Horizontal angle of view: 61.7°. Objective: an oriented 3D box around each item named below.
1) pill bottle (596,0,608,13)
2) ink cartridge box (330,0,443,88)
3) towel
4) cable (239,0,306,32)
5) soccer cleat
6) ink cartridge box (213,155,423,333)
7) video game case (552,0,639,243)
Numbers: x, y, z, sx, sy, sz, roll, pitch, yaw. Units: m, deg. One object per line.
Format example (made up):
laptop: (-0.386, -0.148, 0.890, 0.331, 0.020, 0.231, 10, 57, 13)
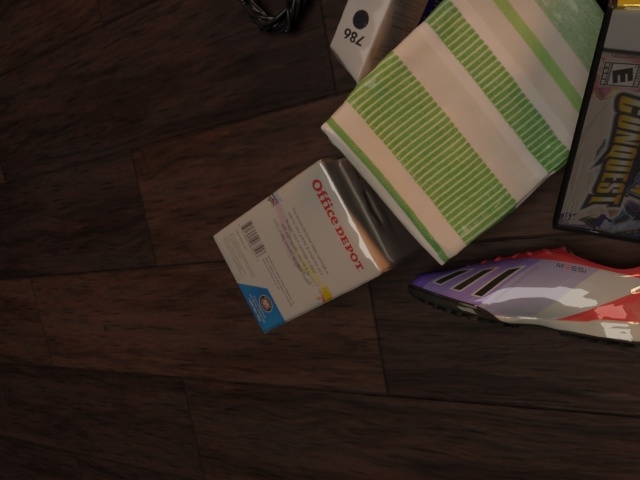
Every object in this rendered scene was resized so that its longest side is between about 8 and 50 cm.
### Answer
pill bottle: (0.376, -0.304, 0.500, 0.219, 0.123, 0.123, -32, 84, 13)
ink cartridge box: (0.110, -0.314, 0.662, 0.065, 0.165, 0.333, 34, 116, 22)
towel: (0.193, -0.156, 0.626, 0.325, 0.038, 0.248, -41, 98, 12)
cable: (-0.070, -0.413, 0.828, 0.150, 0.047, 0.185, -22, 87, 29)
soccer cleat: (0.272, 0.059, 0.704, 0.318, 0.108, 0.117, 6, 85, 33)
ink cartridge box: (0.000, 0.000, 0.806, 0.232, 0.168, 0.171, -29, 86, 34)
video game case: (0.384, -0.095, 0.526, 0.248, 0.035, 0.275, 12, 138, 20)
